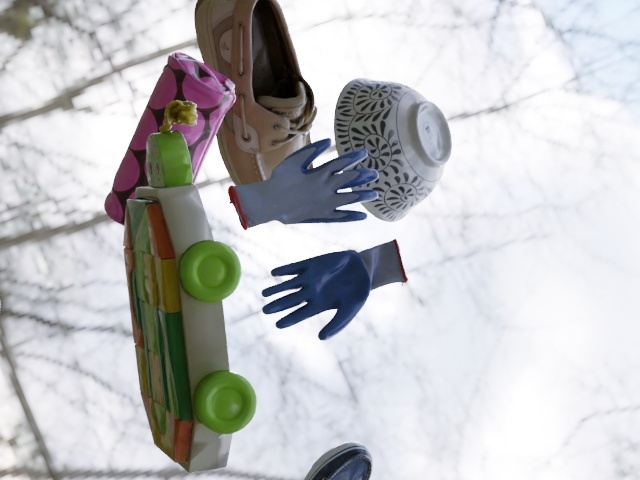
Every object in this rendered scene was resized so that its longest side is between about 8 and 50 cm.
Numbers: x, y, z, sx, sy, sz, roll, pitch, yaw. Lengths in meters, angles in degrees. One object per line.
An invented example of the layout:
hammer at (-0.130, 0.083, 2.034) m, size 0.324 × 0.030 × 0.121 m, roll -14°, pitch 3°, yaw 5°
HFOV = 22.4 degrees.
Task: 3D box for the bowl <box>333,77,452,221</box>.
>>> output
bowl at (0.095, -0.111, 1.809) m, size 0.080 × 0.170 × 0.170 m, roll -15°, pitch -81°, yaw 35°

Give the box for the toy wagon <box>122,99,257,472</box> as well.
toy wagon at (-0.137, 0.040, 1.543) m, size 0.267 × 0.068 × 0.344 m, roll -170°, pitch -107°, yaw -72°

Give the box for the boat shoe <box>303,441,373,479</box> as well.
boat shoe at (0.006, 0.285, 1.672) m, size 0.065 × 0.183 × 0.083 m, roll 54°, pitch -24°, yaw -21°

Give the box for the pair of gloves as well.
pair of gloves at (0.000, 0.000, 1.659) m, size 0.023 × 0.159 × 0.198 m, roll 161°, pitch -89°, yaw -83°

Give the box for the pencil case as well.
pencil case at (-0.171, -0.109, 1.888) m, size 0.098 × 0.095 × 0.209 m, roll 26°, pitch -75°, yaw 6°

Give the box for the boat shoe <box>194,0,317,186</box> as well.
boat shoe at (-0.068, -0.170, 2.106) m, size 0.110 × 0.121 × 0.341 m, roll 14°, pitch -48°, yaw 47°
